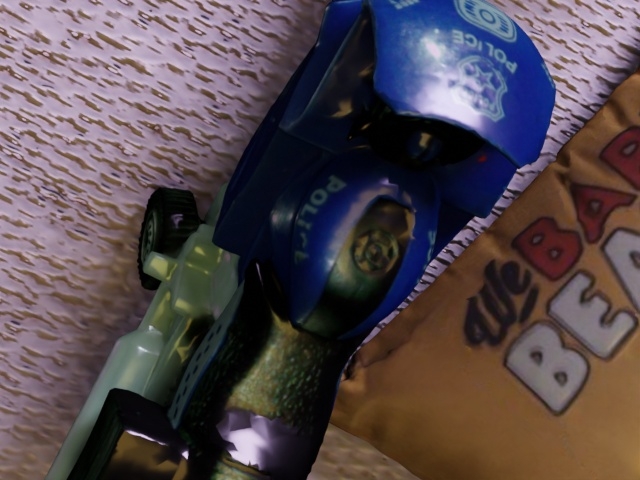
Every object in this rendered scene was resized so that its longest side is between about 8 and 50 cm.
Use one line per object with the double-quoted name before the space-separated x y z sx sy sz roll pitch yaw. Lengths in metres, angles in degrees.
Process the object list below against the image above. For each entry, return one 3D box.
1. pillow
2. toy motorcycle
"pillow" 0.207 0.066 0.833 0.312 0.119 0.310 42 95 -1
"toy motorcycle" 0.000 0.000 0.734 0.125 0.196 0.331 23 97 -19
